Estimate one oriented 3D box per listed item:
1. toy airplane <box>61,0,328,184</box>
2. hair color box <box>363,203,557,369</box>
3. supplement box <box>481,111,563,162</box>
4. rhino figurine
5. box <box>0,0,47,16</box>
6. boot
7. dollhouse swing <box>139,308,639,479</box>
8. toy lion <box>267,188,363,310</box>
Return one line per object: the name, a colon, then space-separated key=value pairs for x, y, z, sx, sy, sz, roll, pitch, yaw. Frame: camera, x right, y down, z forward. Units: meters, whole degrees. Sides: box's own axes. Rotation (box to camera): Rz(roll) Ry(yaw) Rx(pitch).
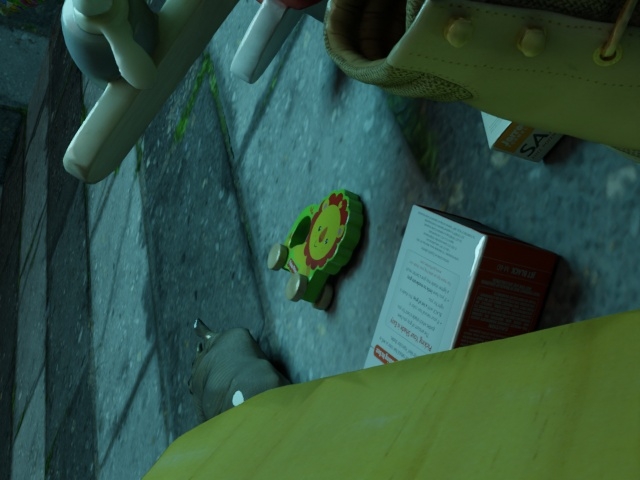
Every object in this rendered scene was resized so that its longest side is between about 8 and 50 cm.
toy airplane: x=-0.042 y=-0.261 z=0.786 sx=0.384 sy=0.272 sz=0.386 roll=-43 pitch=21 yaw=36
hair color box: x=0.070 y=0.072 z=0.630 sx=0.093 sy=0.053 sz=0.167 roll=32 pitch=106 yaw=65
supplement box: x=0.121 y=-0.103 z=0.629 sx=0.062 sy=0.036 sz=0.098 roll=-53 pitch=32 yaw=43
rhino figurine: x=-0.072 y=0.130 z=0.905 sx=0.243 sy=0.073 sz=0.106 roll=-140 pitch=62 yaw=-66
box: x=-0.074 y=-0.290 z=0.486 sx=0.279 sy=0.177 sz=0.289 roll=-2 pitch=56 yaw=44
boot: x=0.132 y=-0.087 z=0.376 sx=0.262 sy=0.204 sz=0.095 roll=174 pitch=108 yaw=-67
dollhouse swing: x=0.051 y=0.215 z=0.375 sx=0.347 sy=0.305 sz=0.315 roll=-16 pitch=89 yaw=23
toy lion: x=0.000 y=0.000 z=0.867 sx=0.096 sy=0.034 sz=0.100 roll=-63 pitch=25 yaw=13
